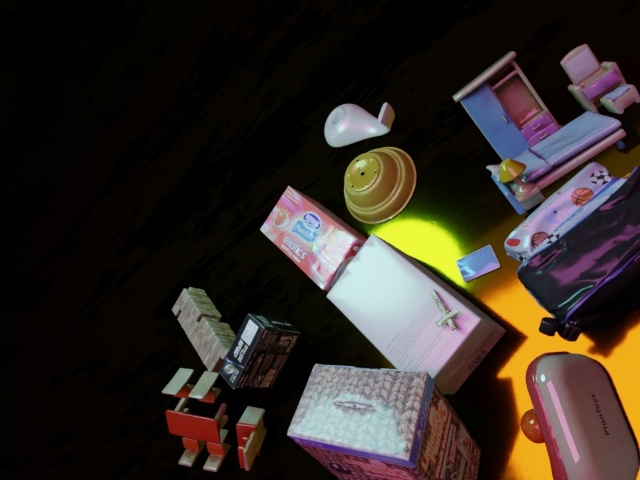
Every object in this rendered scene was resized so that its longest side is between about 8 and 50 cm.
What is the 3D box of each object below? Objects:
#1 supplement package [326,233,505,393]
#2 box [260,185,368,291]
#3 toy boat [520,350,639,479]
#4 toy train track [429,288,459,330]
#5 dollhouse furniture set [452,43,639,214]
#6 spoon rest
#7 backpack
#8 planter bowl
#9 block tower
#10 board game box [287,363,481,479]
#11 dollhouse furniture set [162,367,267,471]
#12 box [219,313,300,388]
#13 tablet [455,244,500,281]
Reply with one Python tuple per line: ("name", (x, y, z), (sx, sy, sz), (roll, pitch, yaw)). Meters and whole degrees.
("supplement package", (0.192, 0.150, 0.897), (0.177, 0.175, 0.293), (-54, 51, 9))
("box", (0.000, 0.000, 1.125), (0.300, 0.142, 0.154), (41, 101, 40))
("toy boat", (0.404, 0.311, 0.719), (0.151, 0.151, 0.231), (131, 137, -55))
("toy train track", (0.220, 0.123, 0.762), (0.048, 0.014, 0.083), (-44, 47, 24))
("dollhouse furniture set", (0.398, -0.236, 0.751), (0.286, 0.198, 0.303), (-36, 12, 24))
("spoon rest", (0.107, -0.328, 1.208), (0.276, 0.084, 0.137), (15, 83, 54))
("backpack", (0.444, 0.026, 0.684), (0.276, 0.263, 0.213), (-42, 48, 17))
("planter bowl", (0.129, -0.159, 1.111), (0.217, 0.090, 0.217), (-14, 67, 35))
("block tower", (-0.357, 0.279, 1.350), (0.335, 0.091, 0.097), (39, 101, 41))
("board game box", (0.127, 0.369, 0.782), (0.232, 0.291, 0.141), (-9, 41, 37))
("dollhouse furniture set", (-0.283, 0.493, 1.114), (0.259, 0.135, 0.262), (4, 114, 13))
("box", (-0.160, 0.299, 1.148), (0.077, 0.147, 0.180), (30, 95, 41))
("tablet", (0.339, 0.051, 0.926), (0.083, 0.006, 0.054), (-31, 58, 28))
